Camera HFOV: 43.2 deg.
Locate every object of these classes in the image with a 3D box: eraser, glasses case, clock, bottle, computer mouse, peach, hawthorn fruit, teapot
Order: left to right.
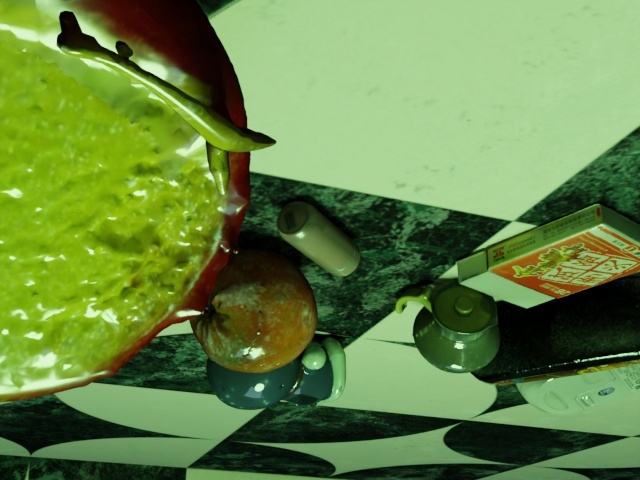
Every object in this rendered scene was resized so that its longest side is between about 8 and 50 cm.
[{"bbox_3d":[-0.250,-0.084,0.534,0.406,0.310,0.335,10,118,-43],"label":"peach"},{"bbox_3d":[-0.085,0.091,1.079,0.173,0.173,0.173,1,155,0],"label":"hawthorn fruit"},{"bbox_3d":[-0.074,0.214,1.369,0.243,0.147,0.199,13,158,-41],"label":"clock"},{"bbox_3d":[0.000,0.000,1.004,0.053,0.053,0.140,-12,151,25],"label":"bottle"},{"bbox_3d":[0.188,0.119,1.197,0.165,0.130,0.119,27,145,19],"label":"teapot"},{"bbox_3d":[0.316,0.028,1.072,0.157,0.038,0.230,20,148,-35],"label":"eraser"},{"bbox_3d":[0.360,0.137,1.204,0.321,0.122,0.082,-17,149,33],"label":"glasses case"},{"bbox_3d":[0.453,0.175,1.292,0.297,0.121,0.184,-32,130,24],"label":"computer mouse"}]
